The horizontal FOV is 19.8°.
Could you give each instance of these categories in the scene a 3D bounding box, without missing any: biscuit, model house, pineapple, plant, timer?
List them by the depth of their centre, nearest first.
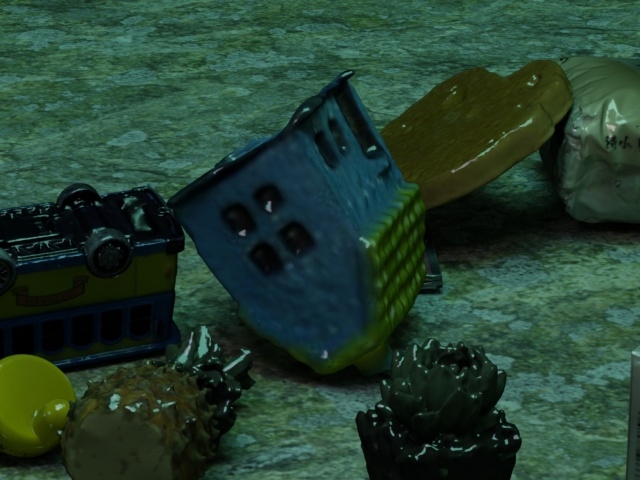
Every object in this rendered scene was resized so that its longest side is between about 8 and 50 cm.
[{"bbox_3d":[0.108,0.192,1.704,0.132,0.194,0.129,-10,21,-26],"label":"plant"},{"bbox_3d":[-0.161,0.168,1.846,0.170,0.141,0.310,-19,10,18],"label":"pineapple"},{"bbox_3d":[-0.295,0.165,1.862,0.107,0.109,0.107,17,53,-24],"label":"timer"},{"bbox_3d":[0.000,0.000,2.075,0.215,0.303,0.237,-27,8,23],"label":"model house"},{"bbox_3d":[0.184,-0.133,2.421,0.312,0.057,0.351,-13,26,36],"label":"biscuit"}]

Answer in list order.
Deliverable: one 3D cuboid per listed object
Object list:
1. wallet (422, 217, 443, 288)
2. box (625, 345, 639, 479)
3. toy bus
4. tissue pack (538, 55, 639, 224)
[{"bbox_3d":[0.085,0.010,2.346,0.119,0.025,0.232,-2,22,-3],"label":"wallet"},{"bbox_3d":[0.407,0.146,1.814,0.065,0.200,0.343,14,27,34],"label":"box"},{"bbox_3d":[-0.304,0.046,2.052,0.288,0.175,0.138,-9,33,-22],"label":"toy bus"},{"bbox_3d":[0.478,-0.136,2.506,0.375,0.195,0.390,4,21,-7],"label":"tissue pack"}]
